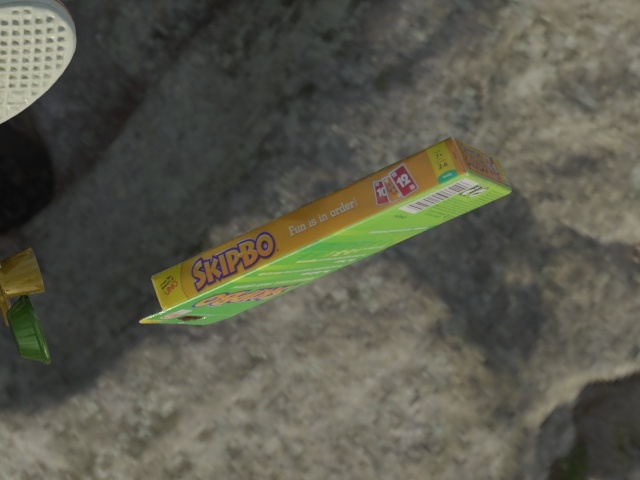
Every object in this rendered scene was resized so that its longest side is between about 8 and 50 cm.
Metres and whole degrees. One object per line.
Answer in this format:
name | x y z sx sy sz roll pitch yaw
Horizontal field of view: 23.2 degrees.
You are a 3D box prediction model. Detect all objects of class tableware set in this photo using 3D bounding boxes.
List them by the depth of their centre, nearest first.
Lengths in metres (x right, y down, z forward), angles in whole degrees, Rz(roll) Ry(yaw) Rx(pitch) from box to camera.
tableware set | -0.164 -0.009 0.782 0.024 0.154 0.104 -19 125 -15

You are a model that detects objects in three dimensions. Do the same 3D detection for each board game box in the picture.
board game box | 0.000 0.000 1.102 0.259 0.039 0.124 -27 167 17

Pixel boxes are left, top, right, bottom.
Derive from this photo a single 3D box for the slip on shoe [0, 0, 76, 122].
slip on shoe | -0.335 -0.132 1.200 0.331 0.101 0.123 -17 141 24
